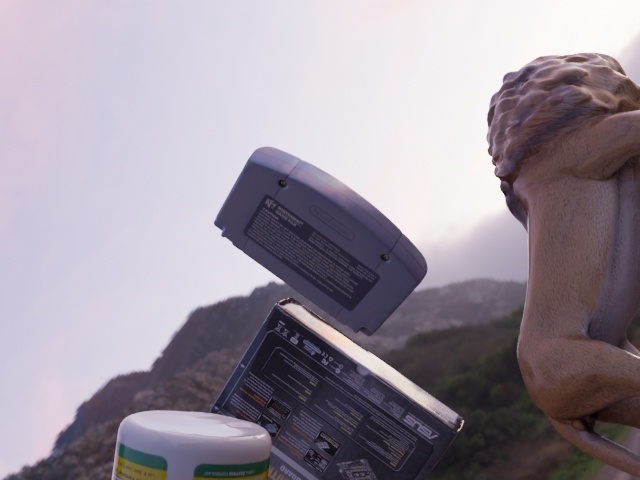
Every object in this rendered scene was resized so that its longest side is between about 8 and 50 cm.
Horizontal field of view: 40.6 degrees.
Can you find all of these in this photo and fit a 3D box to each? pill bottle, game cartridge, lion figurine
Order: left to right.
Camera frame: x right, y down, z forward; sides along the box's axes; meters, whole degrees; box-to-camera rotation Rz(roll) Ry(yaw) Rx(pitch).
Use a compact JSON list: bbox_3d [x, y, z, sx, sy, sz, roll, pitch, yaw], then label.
[{"bbox_3d":[-0.106,0.241,0.652,0.117,0.118,0.208,14,-98,-70],"label":"pill bottle"},{"bbox_3d":[0.000,0.000,1.253,0.198,0.297,0.062,-53,0,41],"label":"game cartridge"},{"bbox_3d":[0.212,0.019,0.667,0.142,0.240,0.392,22,-109,-33],"label":"lion figurine"}]

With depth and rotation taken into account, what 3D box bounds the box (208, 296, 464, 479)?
[{"bbox_3d":[0.006,0.200,0.921,0.183,0.231,0.056,-59,-12,14],"label":"box"}]
